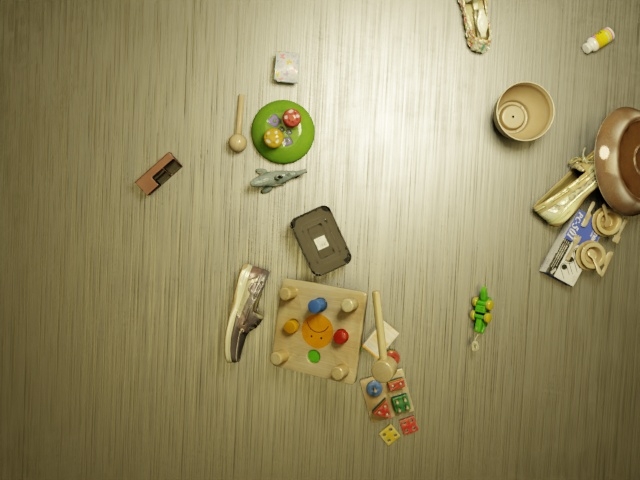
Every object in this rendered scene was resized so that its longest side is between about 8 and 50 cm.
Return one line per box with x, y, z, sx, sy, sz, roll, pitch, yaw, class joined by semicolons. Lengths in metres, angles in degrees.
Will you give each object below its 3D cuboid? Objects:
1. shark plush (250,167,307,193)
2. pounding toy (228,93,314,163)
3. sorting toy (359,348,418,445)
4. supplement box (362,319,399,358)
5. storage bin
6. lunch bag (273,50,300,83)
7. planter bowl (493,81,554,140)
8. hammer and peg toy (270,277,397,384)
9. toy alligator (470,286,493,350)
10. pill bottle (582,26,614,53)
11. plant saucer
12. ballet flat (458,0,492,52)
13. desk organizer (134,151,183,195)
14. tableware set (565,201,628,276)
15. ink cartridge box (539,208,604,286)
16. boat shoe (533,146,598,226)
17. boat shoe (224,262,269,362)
-0.117;-0.171;1.629;0.161;0.067;0.073;-1;92;-2;shark plush
-0.132;-0.314;1.602;0.237;0.110;0.183;10;92;-3;pounding toy
0.199;0.466;1.678;0.132;0.046;0.274;-16;93;-1;sorting toy
0.173;0.286;1.674;0.062;0.036;0.098;40;90;-3;supplement box
0.000;0.000;1.633;0.122;0.084;0.180;-25;92;-1;storage bin
-0.096;-0.487;1.626;0.071;0.053;0.083;3;82;-5;lunch bag
0.561;-0.356;1.628;0.162;0.109;0.162;0;92;-2;planter bowl
0.046;0.247;1.567;0.361;0.127;0.266;8;92;22;hammer and peg toy
0.474;0.229;1.680;0.051;0.056;0.189;6;93;-43;toy alligator
0.802;-0.577;1.662;0.083;0.043;0.043;-33;93;-1;pill bottle
0.887;-0.224;1.612;0.311;0.050;0.310;0;89;-30;plant saucer
0.444;-0.657;1.628;0.091;0.077;0.241;-15;92;-1;ballet flat
-0.457;-0.188;1.626;0.130;0.047;0.050;-42;95;0;desk organizer
0.800;-0.005;1.642;0.128;0.039;0.194;24;91;-7;tableware set
0.737;0.021;1.682;0.097;0.046;0.207;28;90;-5;ink cartridge box
0.733;-0.172;1.645;0.089;0.104;0.285;38;91;-6;boat shoe
-0.207;0.210;1.626;0.092;0.103;0.285;11;86;2;boat shoe
